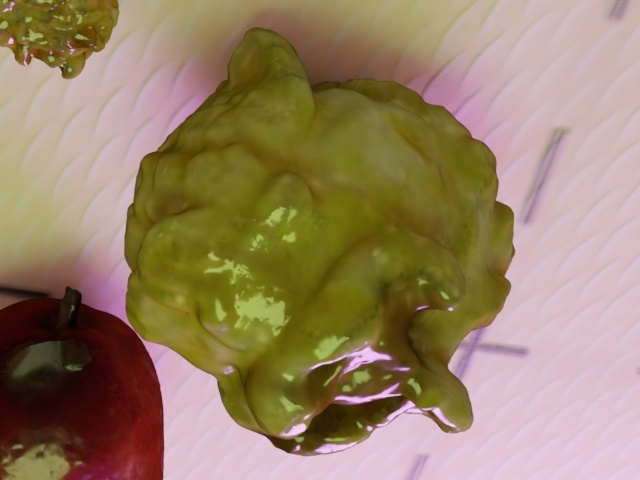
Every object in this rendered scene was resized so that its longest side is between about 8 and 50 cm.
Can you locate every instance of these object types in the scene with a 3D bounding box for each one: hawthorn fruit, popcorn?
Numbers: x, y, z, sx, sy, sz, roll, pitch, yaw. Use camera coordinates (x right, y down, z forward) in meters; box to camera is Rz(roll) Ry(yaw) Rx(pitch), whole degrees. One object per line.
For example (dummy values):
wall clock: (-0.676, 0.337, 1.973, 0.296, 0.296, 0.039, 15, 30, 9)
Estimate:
hawthorn fruit: (-0.192, 0.120, 1.165, 0.185, 0.185, 0.202, 10, 120, -10)
popcorn: (-0.160, -0.134, 0.976, 0.082, 0.057, 0.083, 22, 135, -19)
popcorn: (0.000, 0.000, 0.998, 0.256, 0.255, 0.195, -1, 161, -39)
